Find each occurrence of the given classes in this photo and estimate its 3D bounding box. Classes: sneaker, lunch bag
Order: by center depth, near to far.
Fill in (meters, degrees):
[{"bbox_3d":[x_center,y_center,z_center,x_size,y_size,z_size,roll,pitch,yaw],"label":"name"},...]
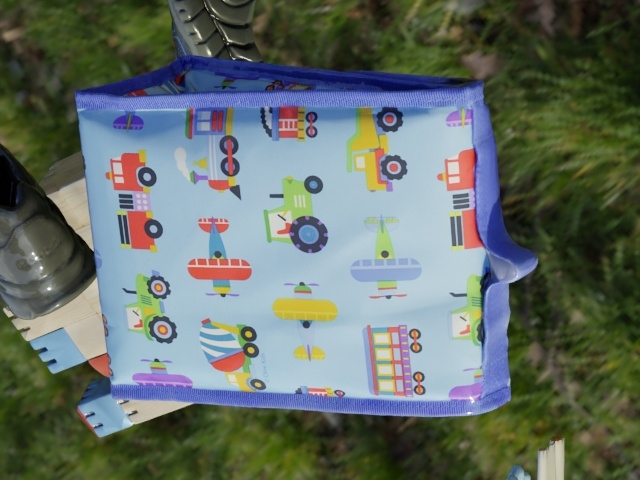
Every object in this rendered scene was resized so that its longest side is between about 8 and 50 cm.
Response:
[{"bbox_3d":[0.000,0.000,1.008,0.293,0.138,0.220,6,110,30],"label":"lunch bag"},{"bbox_3d":[-0.295,-0.046,1.288,0.286,0.109,0.130,27,149,41],"label":"sneaker"},{"bbox_3d":[-0.135,-0.258,1.759,0.140,0.125,0.340,23,125,56],"label":"sneaker"}]

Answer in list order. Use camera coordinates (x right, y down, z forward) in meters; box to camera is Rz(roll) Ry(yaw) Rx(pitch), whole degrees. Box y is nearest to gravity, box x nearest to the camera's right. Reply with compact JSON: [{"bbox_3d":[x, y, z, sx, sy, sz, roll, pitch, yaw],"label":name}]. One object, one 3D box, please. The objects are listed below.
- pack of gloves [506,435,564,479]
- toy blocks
[{"bbox_3d":[0.165,0.295,1.299,0.046,0.195,0.232,1,92,23],"label":"pack of gloves"},{"bbox_3d":[-0.217,0.049,1.642,0.261,0.190,0.381,-22,114,23],"label":"toy blocks"}]
